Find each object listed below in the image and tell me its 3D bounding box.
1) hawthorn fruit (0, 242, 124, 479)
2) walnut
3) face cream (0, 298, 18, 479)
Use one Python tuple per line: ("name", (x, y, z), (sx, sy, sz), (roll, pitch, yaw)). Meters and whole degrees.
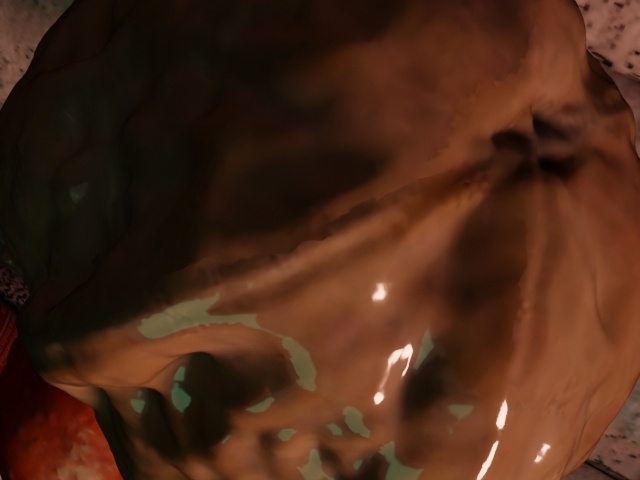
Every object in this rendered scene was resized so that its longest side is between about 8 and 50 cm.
("hawthorn fruit", (-0.112, 0.101, 0.815), (0.205, 0.205, 0.253), (-12, 124, 52))
("walnut", (-0.002, -0.002, 0.516), (0.273, 0.227, 0.273), (22, 146, 16))
("face cream", (-0.305, 0.136, 1.052), (0.187, 0.201, 0.201), (42, 150, -18))
